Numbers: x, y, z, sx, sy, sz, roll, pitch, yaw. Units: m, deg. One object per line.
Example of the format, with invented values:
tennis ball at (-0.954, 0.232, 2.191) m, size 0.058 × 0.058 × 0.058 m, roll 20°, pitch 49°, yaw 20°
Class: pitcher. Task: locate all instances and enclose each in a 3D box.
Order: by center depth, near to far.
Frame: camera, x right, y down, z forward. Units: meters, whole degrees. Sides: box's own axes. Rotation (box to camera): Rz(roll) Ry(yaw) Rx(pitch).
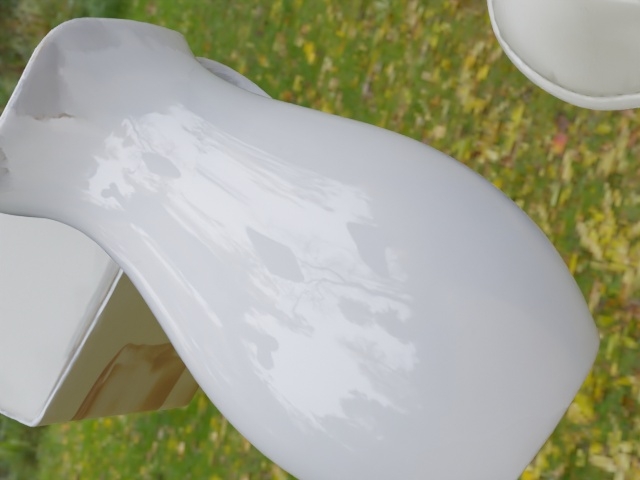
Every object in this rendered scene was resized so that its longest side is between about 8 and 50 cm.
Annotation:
pitcher at (0.000, 0.000, 0.462) m, size 0.125 × 0.207 × 0.178 m, roll -57°, pitch -7°, yaw 25°

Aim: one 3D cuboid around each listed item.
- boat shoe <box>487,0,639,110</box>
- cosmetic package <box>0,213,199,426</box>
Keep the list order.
boat shoe at (0.230, -0.150, 0.793) m, size 0.324 × 0.097 × 0.116 m, roll 25°, pitch 133°, yaw 60°
cosmetic package at (-0.152, 0.022, 0.743) m, size 0.129 × 0.153 × 0.296 m, roll -63°, pitch -11°, yaw -2°
